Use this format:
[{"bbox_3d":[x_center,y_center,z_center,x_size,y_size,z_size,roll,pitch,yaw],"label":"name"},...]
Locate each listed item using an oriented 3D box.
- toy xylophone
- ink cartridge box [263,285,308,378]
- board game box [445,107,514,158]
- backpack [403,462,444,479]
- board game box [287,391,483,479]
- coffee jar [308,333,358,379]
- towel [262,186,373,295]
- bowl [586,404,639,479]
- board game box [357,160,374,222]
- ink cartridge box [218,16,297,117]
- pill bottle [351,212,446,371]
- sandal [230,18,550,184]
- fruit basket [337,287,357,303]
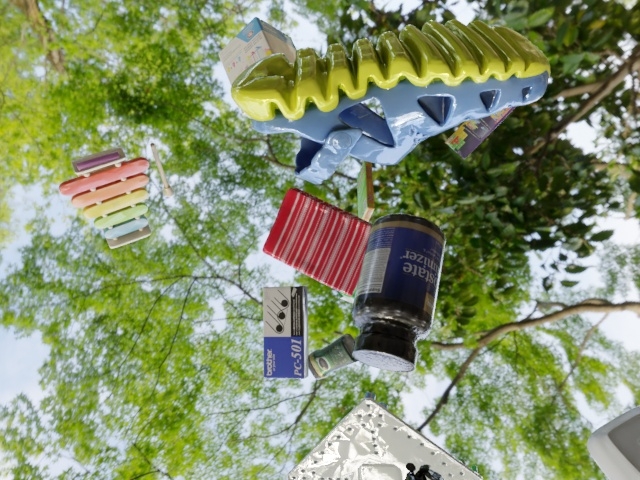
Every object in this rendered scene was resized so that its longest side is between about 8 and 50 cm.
[{"bbox_3d":[-0.492,-0.124,1.285,0.236,0.322,0.081,-27,-119,-12],"label":"toy xylophone"},{"bbox_3d":[-0.079,0.209,1.174,0.046,0.097,0.207,23,-115,-74],"label":"ink cartridge box"},{"bbox_3d":[0.298,-0.221,0.902,0.048,0.170,0.141,44,-162,3],"label":"board game box"},{"bbox_3d":[0.208,0.618,0.964,0.263,0.213,0.276,54,-178,-3],"label":"backpack"},{"bbox_3d":[0.168,0.642,1.408,0.390,0.390,0.050,36,-156,-4],"label":"board game box"},{"bbox_3d":[0.039,0.384,1.681,0.096,0.184,0.079,59,-152,4],"label":"coffee jar"},{"bbox_3d":[0.000,0.000,1.338,0.275,0.199,0.031,26,-176,11],"label":"towel"},{"bbox_3d":[0.483,0.306,0.740,0.142,0.053,0.142,-27,-141,-2],"label":"bowl"},{"bbox_3d":[0.172,-0.189,1.977,0.039,0.124,0.259,5,-125,-11],"label":"board game box"},{"bbox_3d":[-0.079,-0.253,0.803,0.090,0.092,0.143,7,-125,-55],"label":"ink cartridge box"},{"bbox_3d":[0.116,0.079,0.779,0.123,0.123,0.219,24,-117,-18],"label":"pill bottle"},{"bbox_3d":[0.074,-0.143,0.546,0.317,0.138,0.126,-6,-140,11],"label":"sandal"},{"bbox_3d":[0.107,0.056,1.607,0.327,0.165,0.353,25,-160,-36],"label":"fruit basket"}]
